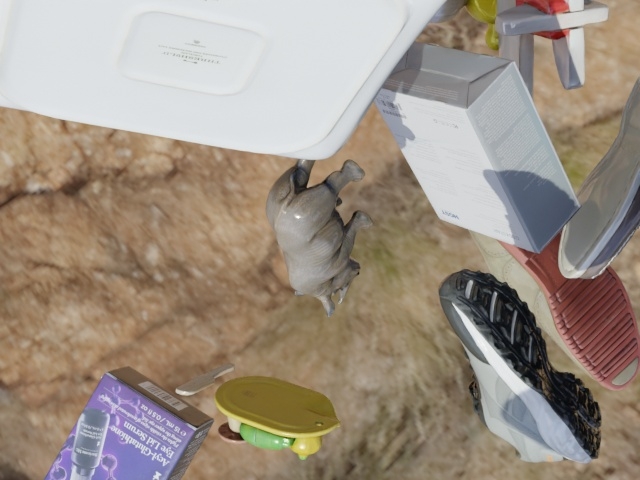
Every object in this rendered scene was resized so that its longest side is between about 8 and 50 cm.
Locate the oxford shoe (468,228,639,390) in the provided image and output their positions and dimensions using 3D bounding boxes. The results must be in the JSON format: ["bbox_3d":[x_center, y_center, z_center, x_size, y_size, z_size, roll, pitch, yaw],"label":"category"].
[{"bbox_3d":[0.328,0.061,1.836,0.123,0.130,0.348,-35,96,-23],"label":"oxford shoe"}]

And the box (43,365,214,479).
[{"bbox_3d":[-0.268,0.300,1.786,0.153,0.108,0.207,30,94,8],"label":"box"}]

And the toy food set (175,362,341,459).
[{"bbox_3d":[-0.078,0.244,1.768,0.128,0.218,0.071,-30,132,-56],"label":"toy food set"}]

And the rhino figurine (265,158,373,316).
[{"bbox_3d":[0.000,0.000,1.355,0.106,0.073,0.243,-51,152,-22],"label":"rhino figurine"}]

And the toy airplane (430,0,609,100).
[{"bbox_3d":[0.256,-0.340,1.813,0.272,0.384,0.386,-1,69,8],"label":"toy airplane"}]

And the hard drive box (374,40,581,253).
[{"bbox_3d":[0.182,-0.112,1.545,0.089,0.181,0.232,-45,128,-18],"label":"hard drive box"}]

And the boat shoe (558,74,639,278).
[{"bbox_3d":[0.423,-0.083,1.716,0.096,0.116,0.324,17,108,-23],"label":"boat shoe"}]

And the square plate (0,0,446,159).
[{"bbox_3d":[-0.096,-0.155,0.937,0.347,0.344,0.049,9,66,-16],"label":"square plate"}]

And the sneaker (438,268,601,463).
[{"bbox_3d":[0.189,0.142,1.331,0.108,0.100,0.271,-19,123,30],"label":"sneaker"}]
